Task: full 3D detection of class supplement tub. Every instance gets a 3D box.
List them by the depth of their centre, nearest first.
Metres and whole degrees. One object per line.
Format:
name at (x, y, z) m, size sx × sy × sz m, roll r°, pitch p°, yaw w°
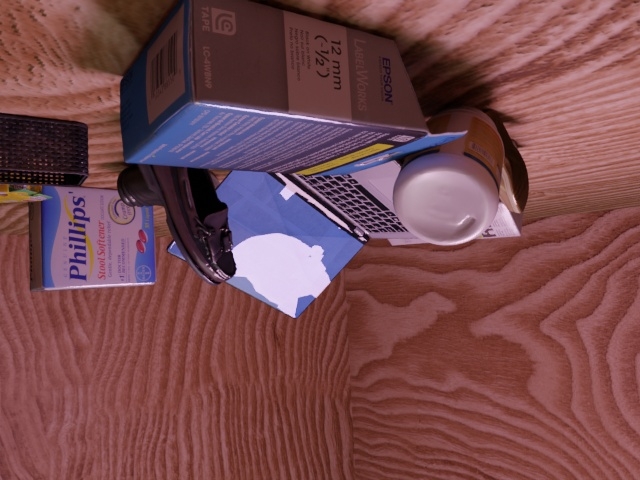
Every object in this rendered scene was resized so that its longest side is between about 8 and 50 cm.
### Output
supplement tub at (0.196, -0.104, 0.756) m, size 0.144 × 0.144 × 0.199 m, roll -5°, pitch -145°, yaw 27°

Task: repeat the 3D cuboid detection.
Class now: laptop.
laptop at (0.000, 0.000, 0.983) m, size 0.408 × 0.236 × 0.382 m, roll 0°, pitch 154°, yaw 45°

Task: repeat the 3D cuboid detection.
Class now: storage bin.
storage bin at (-0.466, -0.138, 0.793) m, size 0.180 × 0.084 × 0.122 m, roll 1°, pitch 175°, yaw -33°

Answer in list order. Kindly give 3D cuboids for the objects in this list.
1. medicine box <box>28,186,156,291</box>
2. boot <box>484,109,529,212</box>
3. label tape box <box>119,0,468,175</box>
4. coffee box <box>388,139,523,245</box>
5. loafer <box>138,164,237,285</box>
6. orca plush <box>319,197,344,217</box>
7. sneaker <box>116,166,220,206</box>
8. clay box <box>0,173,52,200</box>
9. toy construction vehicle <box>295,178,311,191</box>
medicine box at (-0.615, -0.002, 1.371) m, size 0.289 × 0.263 × 0.149 m, roll 0°, pitch 175°, yaw -43°
boot at (0.271, -0.130, 0.922) m, size 0.165 × 0.077 × 0.213 m, roll -4°, pitch 136°, yaw 44°
label tape box at (-0.035, -0.158, 0.616) m, size 0.348 × 0.115 × 0.249 m, roll -3°, pitch 177°, yaw -34°
coffee box at (0.279, -0.096, 1.109) m, size 0.297 × 0.168 × 0.119 m, roll -6°, pitch 141°, yaw 36°
loafer at (-0.200, -0.057, 0.834) m, size 0.095 × 0.302 × 0.109 m, roll -15°, pitch -153°, yaw 15°
orca plush at (0.034, -0.100, 1.570) m, size 0.151 × 0.102 × 0.287 m, roll 0°, pitch 175°, yaw -38°
sneaker at (-0.341, -0.114, 1.169) m, size 0.147 × 0.104 × 0.296 m, roll -2°, pitch 171°, yaw 19°
clay box at (-0.738, -0.117, 1.135) m, size 0.222 × 0.053 × 0.127 m, roll -4°, pitch 176°, yaw 0°
toy construction vehicle at (-0.046, -0.133, 1.343) m, size 0.098 × 0.035 × 0.086 m, roll 18°, pitch 177°, yaw 23°
